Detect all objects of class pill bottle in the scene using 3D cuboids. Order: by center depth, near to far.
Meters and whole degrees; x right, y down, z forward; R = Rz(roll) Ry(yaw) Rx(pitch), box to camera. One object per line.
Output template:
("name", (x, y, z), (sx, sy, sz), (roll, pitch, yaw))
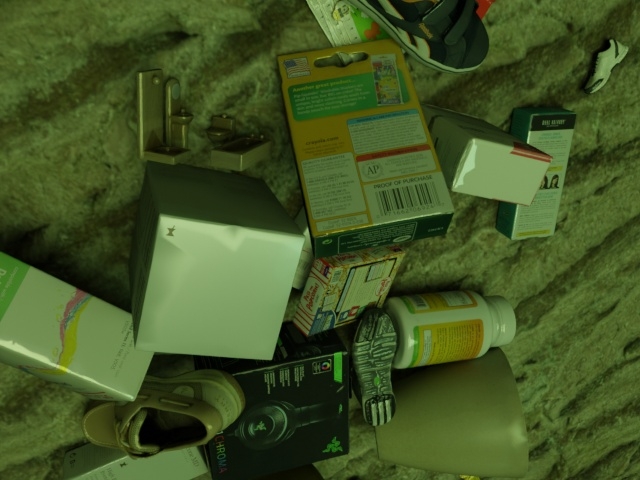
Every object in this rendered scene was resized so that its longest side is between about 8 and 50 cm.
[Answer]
("pill bottle", (0.247, 0.168, 1.228), (0.245, 0.136, 0.137), (-4, 114, -18))

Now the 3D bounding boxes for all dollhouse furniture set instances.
("dollhouse furniture set", (-0.165, -0.183, 0.928), (0.151, 0.144, 0.123), (11, 113, 15))

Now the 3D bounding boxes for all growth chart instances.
("growth chart", (0.063, -0.375, 0.993), (0.172, 0.021, 0.237), (-42, 120, 0))

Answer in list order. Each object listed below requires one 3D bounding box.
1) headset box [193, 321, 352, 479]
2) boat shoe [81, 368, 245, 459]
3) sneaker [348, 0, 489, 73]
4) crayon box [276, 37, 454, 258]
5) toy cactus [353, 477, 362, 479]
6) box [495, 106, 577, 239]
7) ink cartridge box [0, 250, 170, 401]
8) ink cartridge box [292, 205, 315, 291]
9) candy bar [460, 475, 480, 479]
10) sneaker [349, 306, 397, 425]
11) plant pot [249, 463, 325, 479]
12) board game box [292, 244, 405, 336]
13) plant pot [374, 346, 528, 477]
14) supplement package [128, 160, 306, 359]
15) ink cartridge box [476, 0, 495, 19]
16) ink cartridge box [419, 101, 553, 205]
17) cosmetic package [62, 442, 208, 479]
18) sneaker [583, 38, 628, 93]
("headset box", (-0.080, 0.294, 1.173), (0.282, 0.131, 0.247), (-8, 116, -16))
("boat shoe", (-0.285, 0.291, 1.030), (0.340, 0.110, 0.122), (-20, 103, 29))
("sneaker", (0.163, -0.357, 0.943), (0.321, 0.127, 0.126), (21, 76, -31))
("crayon box", (0.059, -0.147, 0.961), (0.202, 0.323, 0.083), (-10, 156, -4))
("toy cactus", (0.109, 0.617, 1.386), (0.112, 0.219, 0.181), (-29, 90, -41))
("box", (0.406, -0.126, 1.198), (0.100, 0.060, 0.245), (-5, 114, -17))
("ink cartridge box", (-0.384, 0.150, 0.949), (0.353, 0.207, 0.119), (32, 62, -28))
("ink cartridge box", (0.000, 0.000, 1.111), (0.104, 0.061, 0.181), (27, 102, -29))
("candy bar", (0.384, 0.607, 1.537), (0.040, 0.018, 0.162), (-32, 120, 0))
("sneaker", (0.084, 0.226, 1.206), (0.086, 0.132, 0.229), (-4, 102, -17))
("plant pot", (-0.079, 0.539, 1.248), (0.212, 0.187, 0.212), (-23, 118, -10))
("board game box", (0.053, 0.081, 1.118), (0.193, 0.045, 0.147), (-9, 128, -44))
("plant pot", (0.243, 0.359, 1.274), (0.273, 0.256, 0.257), (-8, 116, 3))
("supplement package", (-0.170, 0.020, 0.945), (0.199, 0.263, 0.198), (9, 109, -22))
("ink cartridge box", (0.257, -0.449, 1.016), (0.145, 0.045, 0.179), (27, 99, -27))
("ink cartridge box", (0.245, -0.147, 1.043), (0.158, 0.218, 0.092), (9, 114, -22))
("cosmetic package", (-0.337, 0.409, 1.161), (0.230, 0.085, 0.118), (-22, 118, -8))
("sneaker", (0.520, -0.323, 1.170), (0.043, 0.040, 0.109), (31, 97, -11))
